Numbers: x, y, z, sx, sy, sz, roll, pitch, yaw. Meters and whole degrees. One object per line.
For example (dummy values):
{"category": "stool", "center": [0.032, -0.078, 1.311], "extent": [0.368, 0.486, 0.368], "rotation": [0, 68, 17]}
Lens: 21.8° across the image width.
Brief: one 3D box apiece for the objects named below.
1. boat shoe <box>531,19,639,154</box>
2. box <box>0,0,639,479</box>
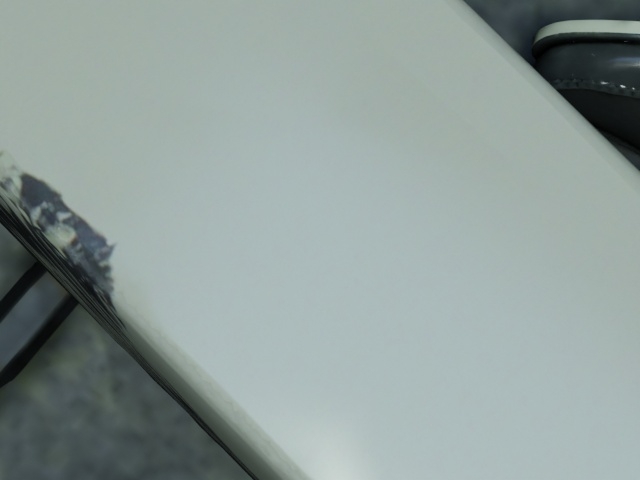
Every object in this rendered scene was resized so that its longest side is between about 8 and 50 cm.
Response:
{"category": "boat shoe", "center": [0.114, -0.021, 0.426], "extent": [0.133, 0.049, 0.042], "rotation": [19, 78, -11]}
{"category": "box", "center": [0.000, 0.000, 0.361], "extent": [0.094, 0.113, 0.275], "rotation": [-44, 84, -10]}
